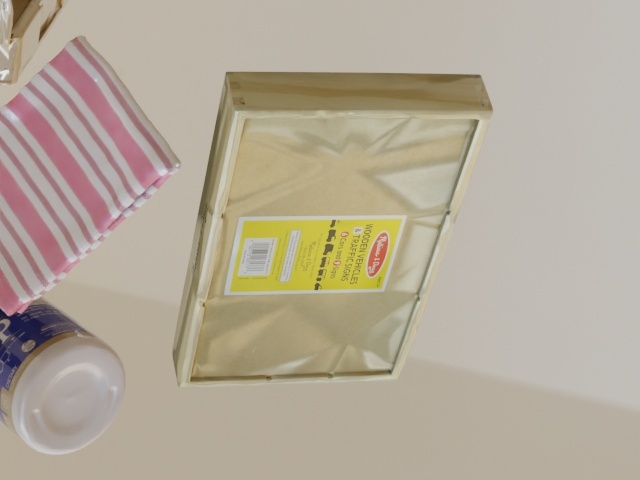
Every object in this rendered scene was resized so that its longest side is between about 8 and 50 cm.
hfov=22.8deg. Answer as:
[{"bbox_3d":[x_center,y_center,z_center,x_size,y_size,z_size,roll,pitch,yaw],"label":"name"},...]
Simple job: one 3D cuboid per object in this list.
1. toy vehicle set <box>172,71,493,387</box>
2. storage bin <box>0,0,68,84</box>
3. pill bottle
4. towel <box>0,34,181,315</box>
[{"bbox_3d":[0.000,0.000,1.062,0.267,0.166,0.035,106,158,-44],"label":"toy vehicle set"},{"bbox_3d":[-0.368,-0.268,1.457,0.262,0.260,0.123,-78,3,-59],"label":"storage bin"},{"bbox_3d":[-0.269,0.105,1.432,0.112,0.187,0.112,-20,-58,-35],"label":"pill bottle"},{"bbox_3d":[-0.224,-0.053,1.296,0.197,0.144,0.029,-41,-13,10],"label":"towel"}]
